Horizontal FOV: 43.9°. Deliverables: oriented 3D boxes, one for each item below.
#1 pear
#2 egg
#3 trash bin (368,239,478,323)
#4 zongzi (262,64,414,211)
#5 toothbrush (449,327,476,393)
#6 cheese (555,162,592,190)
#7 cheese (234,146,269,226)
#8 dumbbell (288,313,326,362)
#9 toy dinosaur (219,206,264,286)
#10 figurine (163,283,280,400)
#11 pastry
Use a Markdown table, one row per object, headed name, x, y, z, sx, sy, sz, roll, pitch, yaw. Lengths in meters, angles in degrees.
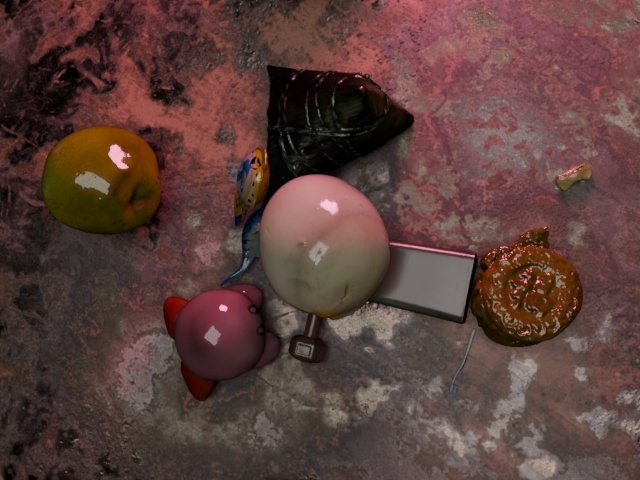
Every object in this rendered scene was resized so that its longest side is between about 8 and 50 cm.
| name | x | y | z | sx | sy | sz | roll | pitch | yaw |
| --- | --- | --- | --- | --- | --- | --- | --- | --- | --- |
| pear | -0.536 | -0.149 | 1.941 | 0.294 | 0.294 | 0.294 | -1 | 86 | 11 |
| egg | 0.000 | 0.000 | 1.747 | 0.283 | 0.283 | 0.345 | -33 | 49 | 8 |
| trash bin | 0.231 | 0.087 | 1.843 | 0.240 | 0.122 | 0.164 | 12 | 88 | 14 |
| zongzi | -0.009 | -0.229 | 1.865 | 0.383 | 0.319 | 0.362 | 11 | 90 | 31 |
| toothbrush | 0.333 | 0.281 | 1.862 | 0.017 | 0.014 | 0.162 | 18 | 90 | 26 |
| cheese | 0.586 | -0.145 | 1.831 | 0.083 | 0.030 | 0.044 | -24 | 103 | 4 |
| cheese | -0.170 | -0.123 | 1.887 | 0.064 | 0.250 | 0.157 | 8 | 54 | -17 |
| dumbbell | -0.011 | 0.178 | 1.903 | 0.092 | 0.082 | 0.231 | 14 | 89 | 13 |
| toy dinosaur | -0.136 | -0.024 | 1.947 | 0.144 | 0.076 | 0.329 | 16 | 86 | 20 |
| figurine | -0.254 | 0.231 | 1.883 | 0.261 | 0.211 | 0.270 | -20 | 83 | 10 |
| pastry | 0.455 | 0.122 | 1.791 | 0.240 | 0.132 | 0.235 | -27 | 74 | -5 |
